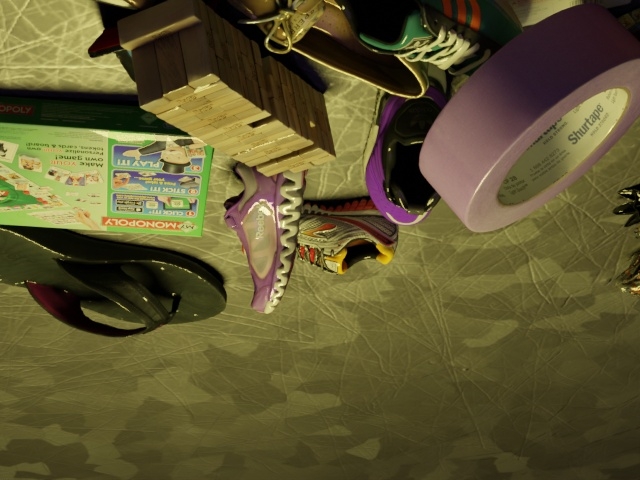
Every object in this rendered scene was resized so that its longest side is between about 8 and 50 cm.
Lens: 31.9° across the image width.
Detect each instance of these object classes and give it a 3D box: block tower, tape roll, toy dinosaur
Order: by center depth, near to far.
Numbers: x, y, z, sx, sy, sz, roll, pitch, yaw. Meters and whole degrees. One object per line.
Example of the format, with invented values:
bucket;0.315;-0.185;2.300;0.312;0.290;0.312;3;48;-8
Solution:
block tower;-0.092;-0.158;1.240;0.091;0.097;0.335;-18;161;20
tape roll;0.245;-0.132;1.255;0.275;0.090;0.274;-33;159;-15
toy dinosaur;0.551;-0.012;1.636;0.218;0.164;0.322;4;130;-39

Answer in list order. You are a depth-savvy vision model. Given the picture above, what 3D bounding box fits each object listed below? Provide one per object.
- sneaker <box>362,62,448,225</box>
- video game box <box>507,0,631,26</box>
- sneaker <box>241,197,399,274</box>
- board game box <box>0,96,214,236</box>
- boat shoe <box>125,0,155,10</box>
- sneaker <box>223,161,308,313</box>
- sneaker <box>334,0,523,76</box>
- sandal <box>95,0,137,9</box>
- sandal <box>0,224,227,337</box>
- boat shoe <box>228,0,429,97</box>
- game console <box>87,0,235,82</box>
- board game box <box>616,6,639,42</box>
sneaker;0.111;-0.081;1.424;0.102;0.146;0.293;-5;146;-1
video game box;0.221;-0.307;1.190;0.205;0.048;0.187;-11;149;9
sneaker;0.000;0.000;1.579;0.225;0.092;0.088;-7;148;5
board game box;-0.301;-0.090;1.430;0.318;0.046;0.213;4;146;-10
boat shoe;-0.247;-0.330;1.074;0.257;0.095;0.095;32;97;-34
sneaker;-0.080;-0.017;1.496;0.105;0.095;0.236;8;111;1
sneaker;0.100;-0.226;1.155;0.302;0.121;0.108;28;143;-33
sandal;-0.259;-0.281;1.151;0.179;0.067;0.040;5;139;-29
sandal;-0.344;0.073;1.626;0.446;0.107;0.167;17;140;-30
boat shoe;0.008;-0.241;1.219;0.285;0.089;0.104;16;141;-29
game console;-0.168;-0.210;1.249;0.144;0.124;0.085;-14;115;11
board game box;0.313;-0.191;1.395;0.260;0.030;0.136;-23;145;25
